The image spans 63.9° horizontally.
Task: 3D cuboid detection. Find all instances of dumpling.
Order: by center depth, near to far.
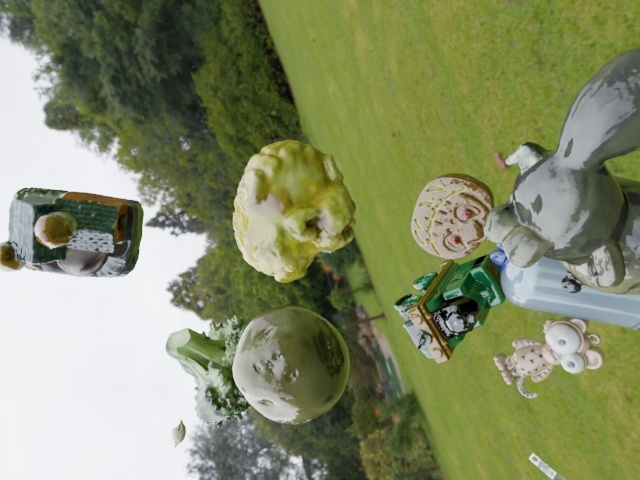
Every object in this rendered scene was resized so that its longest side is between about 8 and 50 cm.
[{"bbox_3d":[-0.429,0.584,1.560,0.059,0.043,0.077,150,110,-78],"label":"dumpling"}]

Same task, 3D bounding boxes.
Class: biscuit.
[{"bbox_3d":[0.547,-0.083,2.073,0.070,0.350,0.394,-53,-27,-48],"label":"biscuit"}]

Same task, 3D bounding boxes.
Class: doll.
[{"bbox_3d":[0.503,-0.065,0.816,0.379,0.382,0.252,-56,34,41],"label":"doll"},{"bbox_3d":[0.595,0.302,1.342,0.119,0.278,0.154,-13,-115,-50],"label":"doll"}]

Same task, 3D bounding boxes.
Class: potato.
[{"bbox_3d":[-0.052,0.279,1.144,0.326,0.221,0.243,45,-155,-59],"label":"potato"}]

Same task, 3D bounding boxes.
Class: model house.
[{"bbox_3d":[-0.517,0.005,1.033,0.301,0.271,0.190,-143,61,-74],"label":"model house"}]

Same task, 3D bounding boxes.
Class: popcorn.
[{"bbox_3d":[-0.039,-0.043,0.843,0.200,0.203,0.226,148,126,-70],"label":"popcorn"}]

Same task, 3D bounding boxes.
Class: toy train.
[{"bbox_3d":[0.379,0.175,1.432,0.178,0.249,0.429,59,-145,-4],"label":"toy train"}]

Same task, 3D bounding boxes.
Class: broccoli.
[{"bbox_3d":[-0.285,0.364,1.506,0.338,0.277,0.317,47,179,29],"label":"broccoli"}]

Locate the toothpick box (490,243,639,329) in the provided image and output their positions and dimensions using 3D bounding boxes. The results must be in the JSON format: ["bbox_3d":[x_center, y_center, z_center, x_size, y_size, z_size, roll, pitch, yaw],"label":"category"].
[{"bbox_3d":[0.587,0.057,1.212,0.263,0.354,0.263,9,-90,-78],"label":"toothpick box"}]

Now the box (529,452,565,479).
[{"bbox_3d":[0.613,0.617,1.388,0.054,0.024,0.083,40,177,-30],"label":"box"}]

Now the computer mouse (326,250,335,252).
[{"bbox_3d":[0.000,0.000,1.209,0.110,0.032,0.056,8,132,44],"label":"computer mouse"}]
